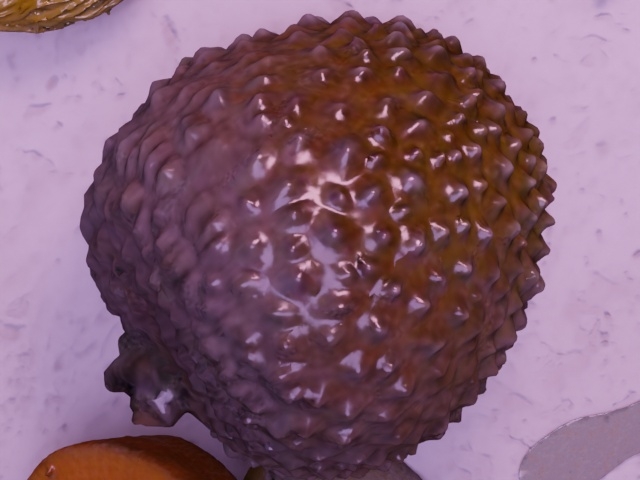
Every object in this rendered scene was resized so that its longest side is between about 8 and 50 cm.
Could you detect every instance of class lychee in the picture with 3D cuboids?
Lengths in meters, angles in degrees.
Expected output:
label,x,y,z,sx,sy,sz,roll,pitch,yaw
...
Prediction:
label,x,y,z,sx,sy,sz,roll,pitch,yaw
lychee,0.000,0.000,1.338,0.432,0.380,0.380,-41,97,-13

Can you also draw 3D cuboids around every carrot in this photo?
label,x,y,z,sx,sy,sz,roll,pitch,yaw
carrot,-0.157,0.297,1.430,0.100,0.307,0.258,-14,85,-42

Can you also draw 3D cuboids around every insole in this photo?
label,x,y,z,sx,sy,sz,roll,pitch,yaw
insole,0.282,0.190,1.546,0.197,0.004,0.065,-26,98,4

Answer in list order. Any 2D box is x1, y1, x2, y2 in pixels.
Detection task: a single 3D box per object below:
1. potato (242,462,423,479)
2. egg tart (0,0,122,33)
label,x,y,z,sx,sy,sz,roll,pitch,yaw
potato,0.016,0.402,1.459,0.397,0.290,0.296,41,113,7
egg tart,-0.264,-0.322,1.410,0.294,0.116,0.295,0,101,2
